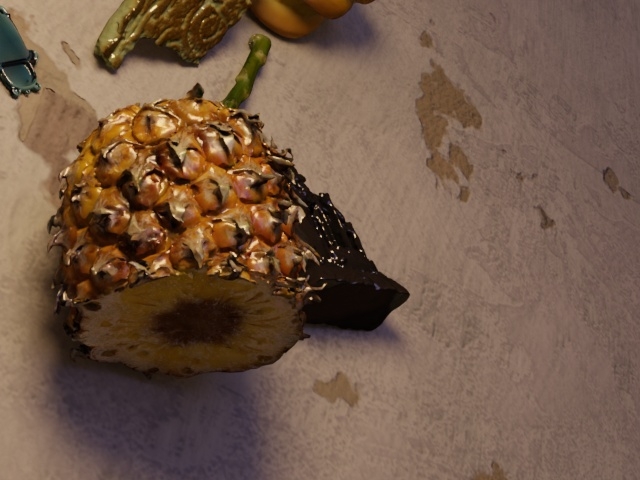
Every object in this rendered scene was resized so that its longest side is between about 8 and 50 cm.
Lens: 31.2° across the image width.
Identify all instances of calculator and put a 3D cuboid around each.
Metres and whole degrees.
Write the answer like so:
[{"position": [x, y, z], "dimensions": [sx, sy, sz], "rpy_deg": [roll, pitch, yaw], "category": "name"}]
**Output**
[{"position": [-0.438, -0.264, 1.597], "dimensions": [0.094, 0.019, 0.141], "rpy_deg": [-23, 81, -49], "category": "calculator"}]

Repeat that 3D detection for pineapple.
[{"position": [-0.164, -0.010, 1.429], "dimensions": [0.352, 0.352, 0.300], "rpy_deg": [16, 59, -37], "category": "pineapple"}]

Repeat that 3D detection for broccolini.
[{"position": [-0.158, -0.226, 1.829], "dimensions": [0.074, 0.079, 0.392], "rpy_deg": [31, 36, -10], "category": "broccolini"}]

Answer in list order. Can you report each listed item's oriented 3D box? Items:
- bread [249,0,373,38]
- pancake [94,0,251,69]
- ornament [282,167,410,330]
[{"position": [-0.032, -0.517, 1.980], "dimensions": [0.211, 0.270, 0.315], "rpy_deg": [-119, -175, -70], "category": "bread"}, {"position": [-0.202, -0.366, 1.798], "dimensions": [0.054, 0.197, 0.376], "rpy_deg": [33, 45, 31], "category": "pancake"}, {"position": [0.000, 0.000, 1.789], "dimensions": [0.251, 0.106, 0.260], "rpy_deg": [16, 43, -46], "category": "ornament"}]
